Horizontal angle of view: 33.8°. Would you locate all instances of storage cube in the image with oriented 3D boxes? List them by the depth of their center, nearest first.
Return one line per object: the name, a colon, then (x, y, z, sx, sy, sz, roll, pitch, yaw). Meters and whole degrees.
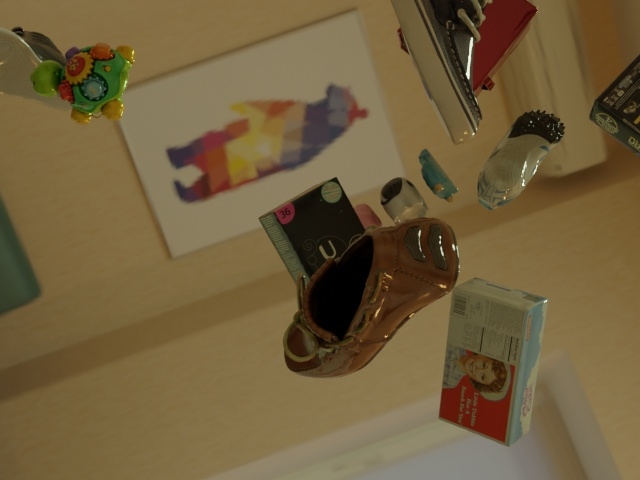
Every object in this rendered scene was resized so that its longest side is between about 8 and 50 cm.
storage cube: (0.283, -0.405, 2.035, 0.215, 0.193, 0.183, 38, 4, 6)

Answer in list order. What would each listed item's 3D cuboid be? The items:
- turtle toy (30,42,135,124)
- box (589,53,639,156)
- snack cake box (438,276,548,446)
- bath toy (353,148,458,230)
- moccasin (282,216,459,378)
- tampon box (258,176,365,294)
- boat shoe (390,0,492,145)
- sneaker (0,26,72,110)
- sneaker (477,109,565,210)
turtle toy: (-0.280, -0.190, 1.238, 0.066, 0.130, 0.095, 35, 58, -55)
box: (0.835, -0.322, 2.297, 0.318, 0.395, 0.097, 40, -15, 17)
snack cake box: (0.308, 0.216, 1.894, 0.152, 0.089, 0.264, 17, -68, 33)
bath toy: (0.092, -0.039, 2.038, 0.129, 0.348, 0.151, 58, 4, 29)
moccasin: (0.029, 0.084, 1.341, 0.380, 0.147, 0.139, 140, -49, -60)
tampon box: (0.000, 0.000, 1.678, 0.161, 0.120, 0.101, 60, -19, -5)
boat shoe: (0.172, -0.297, 1.316, 0.127, 0.158, 0.340, 41, 28, -75)
sneaker: (-0.543, -0.323, 1.831, 0.147, 0.104, 0.296, 42, 11, 32)
sneaker: (0.334, -0.140, 1.783, 0.085, 0.237, 0.086, 38, -35, 9)
